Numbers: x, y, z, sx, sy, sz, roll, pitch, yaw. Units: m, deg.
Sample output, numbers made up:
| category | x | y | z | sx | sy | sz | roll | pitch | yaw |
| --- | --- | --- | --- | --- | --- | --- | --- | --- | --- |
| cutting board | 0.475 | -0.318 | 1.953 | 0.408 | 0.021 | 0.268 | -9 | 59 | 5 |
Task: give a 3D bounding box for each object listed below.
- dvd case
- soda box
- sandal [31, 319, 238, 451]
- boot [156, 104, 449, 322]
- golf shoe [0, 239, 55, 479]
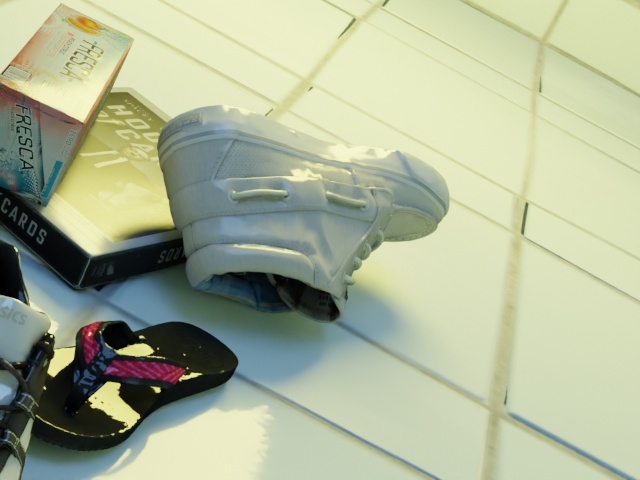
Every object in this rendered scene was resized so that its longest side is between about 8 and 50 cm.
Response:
| category | x | y | z | sx | sy | sz | roll | pitch | yaw |
| --- | --- | --- | --- | --- | --- | --- | --- | --- | --- |
| dvd case | -0.143 | -0.045 | 0.887 | 0.179 | 0.029 | 0.239 | 37 | 24 | 20 |
| soda box | -0.169 | -0.091 | 0.830 | 0.058 | 0.063 | 0.183 | 26 | 23 | -9 |
| sandal | -0.099 | 0.062 | 0.685 | 0.067 | 0.040 | 0.179 | 36 | 23 | 17 |
| boot | 0.000 | 0.000 | 0.883 | 0.258 | 0.095 | 0.123 | 11 | 61 | -43 |
| golf shoe | -0.151 | 0.070 | 0.536 | 0.077 | 0.094 | 0.198 | 19 | 25 | -26 |
